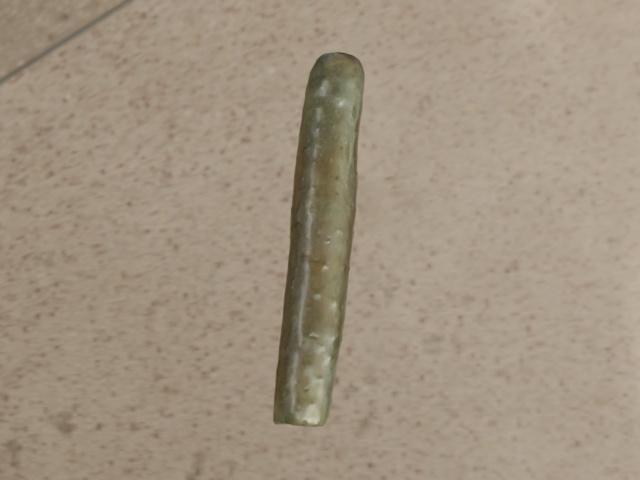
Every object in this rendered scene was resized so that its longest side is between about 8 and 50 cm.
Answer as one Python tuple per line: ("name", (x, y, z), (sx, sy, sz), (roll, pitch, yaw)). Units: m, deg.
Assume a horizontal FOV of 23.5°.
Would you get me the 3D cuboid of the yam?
("yam", (0.000, 0.000, 0.472), (0.021, 0.021, 0.116), (7, 90, -29))
